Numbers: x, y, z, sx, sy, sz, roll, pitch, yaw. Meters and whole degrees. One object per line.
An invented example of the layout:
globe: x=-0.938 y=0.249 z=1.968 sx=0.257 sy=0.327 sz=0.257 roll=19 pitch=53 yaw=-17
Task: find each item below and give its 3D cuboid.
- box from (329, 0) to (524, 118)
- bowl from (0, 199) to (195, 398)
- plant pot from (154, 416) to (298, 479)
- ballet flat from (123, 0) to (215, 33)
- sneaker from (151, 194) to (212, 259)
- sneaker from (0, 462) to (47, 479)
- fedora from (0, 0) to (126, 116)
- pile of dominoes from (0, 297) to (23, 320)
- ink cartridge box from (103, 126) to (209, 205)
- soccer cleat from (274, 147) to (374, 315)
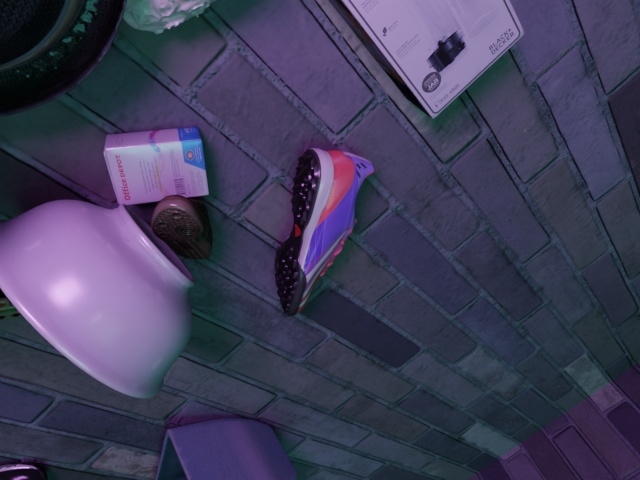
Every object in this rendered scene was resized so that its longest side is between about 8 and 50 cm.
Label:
box: x=0.116 y=-0.317 z=0.577 sx=0.169 sy=0.087 sz=0.290 roll=-44 pitch=130 yaw=14
bowl: x=-0.261 y=0.048 z=0.600 sx=0.134 sy=0.298 sz=0.298 roll=-41 pitch=132 yaw=-10
plant pot: x=-0.202 y=0.558 z=1.040 sx=0.252 sy=0.248 sz=0.247 roll=-5 pitch=129 yaw=-38
ballet flat: x=-0.070 y=-0.365 z=0.438 sx=0.409 sy=0.147 sz=0.147 roll=-41 pitch=130 yaw=12
sneaker: x=-0.191 y=-0.032 z=0.641 sx=0.066 sy=0.071 sz=0.188 roll=-1 pitch=160 yaw=-7
sneaker: x=-0.693 y=0.540 z=0.895 sx=0.283 sy=0.124 sz=0.107 roll=-12 pitch=130 yaw=-14
fedora: x=-0.331 y=-0.227 z=0.352 sx=0.334 sy=0.152 sz=0.334 roll=-5 pitch=123 yaw=-8
pile of dominoes: x=-0.530 y=0.111 z=0.599 sx=0.196 sy=0.040 sz=0.251 roll=-14 pitch=163 yaw=-13
ink cartridge box: x=-0.223 y=-0.103 z=0.631 sx=0.122 sy=0.052 sz=0.088 roll=-10 pitch=129 yaw=-16
soccer cleat: x=0.000 y=0.000 z=0.770 sx=0.116 sy=0.108 sz=0.318 roll=-2 pitch=124 yaw=-26
